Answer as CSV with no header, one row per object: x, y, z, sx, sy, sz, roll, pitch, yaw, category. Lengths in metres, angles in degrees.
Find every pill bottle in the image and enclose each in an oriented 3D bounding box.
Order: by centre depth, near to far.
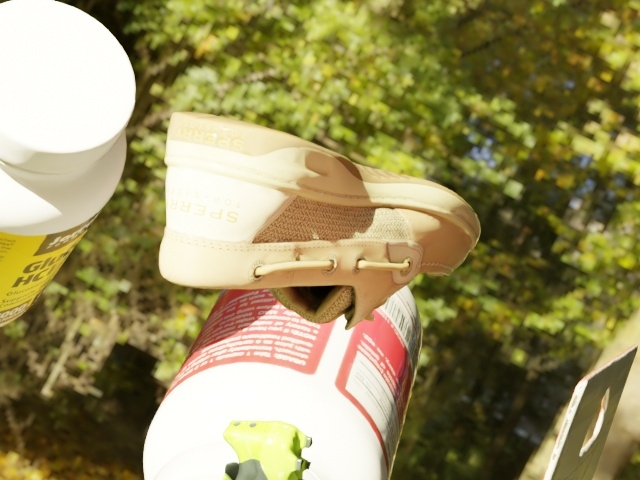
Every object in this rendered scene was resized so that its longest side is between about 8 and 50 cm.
-0.282,-0.060,1.222,0.188,0.188,0.334,29,-35,-13,pill bottle
-0.036,0.176,1.359,0.229,0.229,0.408,28,28,-2,pill bottle

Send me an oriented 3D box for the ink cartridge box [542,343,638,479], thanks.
0.088,0.164,0.714,0.060,0.239,0.275,18,4,17,ink cartridge box

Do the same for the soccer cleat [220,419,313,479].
-0.046,0.214,1.110,0.072,0.179,0.060,10,31,14,soccer cleat

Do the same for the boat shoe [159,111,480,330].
0.000,0.000,0.941,0.121,0.110,0.341,11,-2,33,boat shoe
